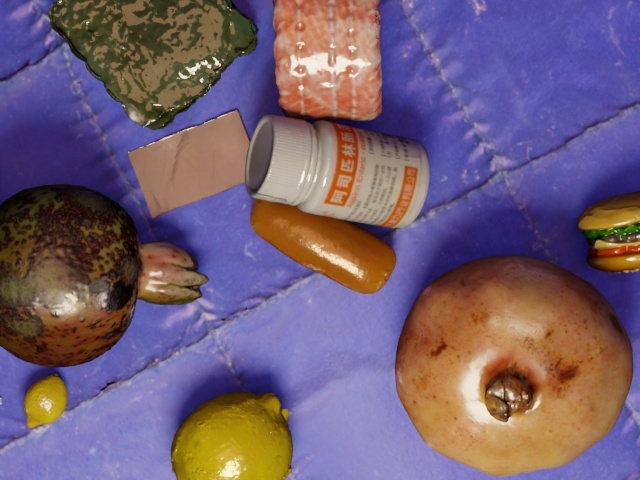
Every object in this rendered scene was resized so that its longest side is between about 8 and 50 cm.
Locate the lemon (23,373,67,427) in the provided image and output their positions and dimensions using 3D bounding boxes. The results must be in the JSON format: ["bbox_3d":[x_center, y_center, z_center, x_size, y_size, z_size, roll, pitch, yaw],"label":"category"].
[{"bbox_3d":[-0.424,0.248,1.754,0.065,0.065,0.092,28,84,1],"label":"lemon"}]

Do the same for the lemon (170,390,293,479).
[{"bbox_3d":[-0.128,0.312,1.700,0.173,0.173,0.206,44,90,1],"label":"lemon"}]

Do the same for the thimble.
[{"bbox_3d":[0.009,-0.297,1.683,0.162,0.239,0.239,-2,89,3],"label":"thimble"}]

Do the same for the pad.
[{"bbox_3d":[-0.197,-0.120,1.791,0.188,0.006,0.113,-21,90,1],"label":"pad"}]

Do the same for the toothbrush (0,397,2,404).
[{"bbox_3d":[-0.560,0.235,1.781,0.131,0.011,0.013,15,101,0],"label":"toothbrush"}]

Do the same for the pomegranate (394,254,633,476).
[{"bbox_3d":[0.272,0.179,1.627,0.338,0.338,0.338,0,89,0],"label":"pomegranate"}]

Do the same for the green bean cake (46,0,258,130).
[{"bbox_3d":[-0.248,-0.321,1.734,0.241,0.132,0.255,-42,91,0],"label":"green bean cake"}]

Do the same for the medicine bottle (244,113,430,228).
[{"bbox_3d":[0.024,-0.103,1.687,0.252,0.144,0.144,9,89,-18],"label":"medicine bottle"}]

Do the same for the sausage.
[{"bbox_3d":[0.000,0.000,1.746,0.238,0.098,0.098,29,89,-1],"label":"sausage"}]

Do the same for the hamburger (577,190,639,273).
[{"bbox_3d":[0.469,-0.013,1.715,0.162,0.162,0.115,-13,94,0],"label":"hamburger"}]

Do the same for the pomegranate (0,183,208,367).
[{"bbox_3d":[-0.330,0.051,1.675,0.341,0.285,0.284,3,89,-22],"label":"pomegranate"}]
